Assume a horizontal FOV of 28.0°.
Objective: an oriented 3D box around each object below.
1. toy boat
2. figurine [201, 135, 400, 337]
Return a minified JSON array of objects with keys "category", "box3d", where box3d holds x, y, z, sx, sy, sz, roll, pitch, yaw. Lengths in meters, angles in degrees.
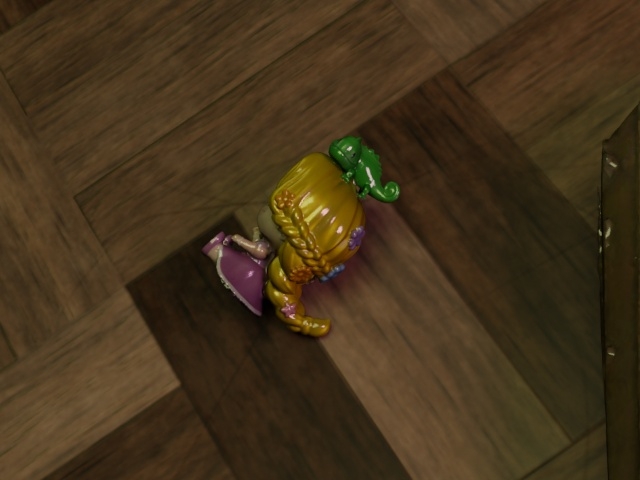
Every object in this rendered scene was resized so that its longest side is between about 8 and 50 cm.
[{"category":"toy boat","box3d":[0.269,0.068,0.855,0.162,0.136,0.445,-2,62,12]},{"category":"figurine","box3d":[0.000,0.000,1.004,0.156,0.095,0.115,-42,90,4]}]
